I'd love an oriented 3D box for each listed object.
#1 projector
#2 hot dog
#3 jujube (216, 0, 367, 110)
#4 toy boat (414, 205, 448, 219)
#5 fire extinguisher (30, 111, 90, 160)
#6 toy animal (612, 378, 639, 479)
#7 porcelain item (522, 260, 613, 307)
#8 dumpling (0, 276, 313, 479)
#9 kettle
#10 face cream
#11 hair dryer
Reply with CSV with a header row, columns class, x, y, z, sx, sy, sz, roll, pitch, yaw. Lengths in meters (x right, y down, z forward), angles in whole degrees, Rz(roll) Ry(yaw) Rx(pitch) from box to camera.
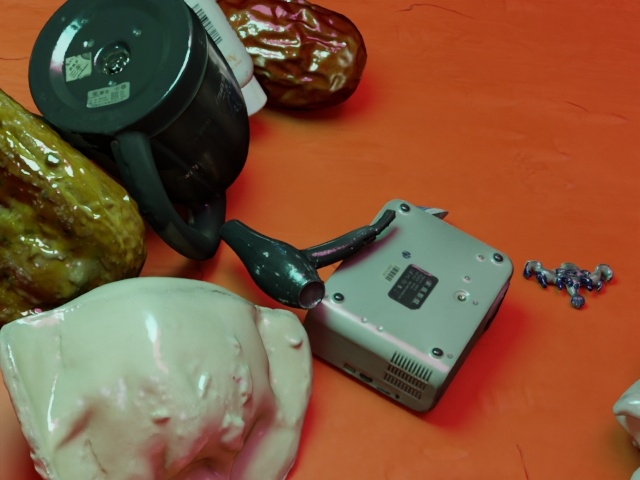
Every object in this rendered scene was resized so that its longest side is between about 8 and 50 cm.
class,x,y,z,sx,sy,sz,roll,pitch,yaw
projector,0.120,0.080,1.785,0.198,0.108,0.250,30,48,11
hot dog,-0.395,-0.045,1.663,0.388,0.267,0.174,36,17,15
jujube,-0.056,-0.284,2.048,0.251,0.174,0.174,14,44,-11
toy boat,0.168,-0.002,1.934,0.149,0.034,0.105,26,53,11
fire extinguisher,-0.469,-0.147,1.839,0.311,0.095,0.114,21,55,3
toy animal,0.469,0.243,1.711,0.208,0.154,0.325,35,42,9
porcelain item,0.359,0.065,1.941,0.136,0.021,0.075,2,51,-14
dumpling,-0.174,0.198,1.560,0.395,0.233,0.315,-4,79,-38
kettle,-0.197,-0.130,1.777,0.228,0.324,0.320,-18,62,12
face cream,-0.162,-0.287,1.916,0.082,0.269,0.082,-26,28,15
hair dryer,0.000,0.000,1.752,0.219,0.075,0.195,-23,37,-24
